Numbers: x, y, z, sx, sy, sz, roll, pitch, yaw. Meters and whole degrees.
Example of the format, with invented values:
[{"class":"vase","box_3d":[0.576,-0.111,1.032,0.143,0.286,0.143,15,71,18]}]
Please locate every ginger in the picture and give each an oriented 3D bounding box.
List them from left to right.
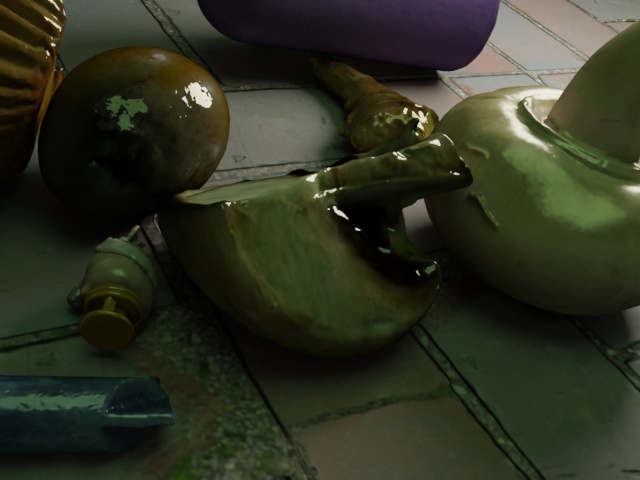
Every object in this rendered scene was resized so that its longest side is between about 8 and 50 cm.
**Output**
[{"class":"ginger","box_3d":[0.059,-0.184,1.117,0.131,0.086,0.294,-15,37,-19]}]

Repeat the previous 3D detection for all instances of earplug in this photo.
[{"class":"earplug","box_3d":[0.032,-0.372,1.204,0.455,0.215,0.215,-3,40,-31]}]

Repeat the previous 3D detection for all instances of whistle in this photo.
[{"class":"whistle","box_3d":[-0.262,0.128,0.594,0.304,0.062,0.062,3,38,-17]}]

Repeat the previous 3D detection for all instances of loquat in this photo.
[{"class":"loquat","box_3d":[-0.194,-0.111,0.842,0.179,0.179,0.227,25,35,13]}]

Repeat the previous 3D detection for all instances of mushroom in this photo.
[{"class":"mushroom","box_3d":[-0.009,0.003,0.812,0.292,0.212,0.217,-32,12,-32]},{"class":"mushroom","box_3d":[0.299,-0.066,0.910,0.355,0.315,0.315,-21,39,8]}]

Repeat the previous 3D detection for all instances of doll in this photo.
[{"class":"doll","box_3d":[-0.190,0.040,0.735,0.084,0.073,0.127,-15,38,12]}]

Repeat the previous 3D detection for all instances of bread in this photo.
[{"class":"bread","box_3d":[-0.334,-0.171,0.788,0.149,0.274,0.274,13,36,-16]}]

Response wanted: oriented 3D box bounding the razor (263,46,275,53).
[{"class":"razor","box_3d":[-0.057,-0.339,1.313,0.068,0.040,0.135,35,33,22]}]
